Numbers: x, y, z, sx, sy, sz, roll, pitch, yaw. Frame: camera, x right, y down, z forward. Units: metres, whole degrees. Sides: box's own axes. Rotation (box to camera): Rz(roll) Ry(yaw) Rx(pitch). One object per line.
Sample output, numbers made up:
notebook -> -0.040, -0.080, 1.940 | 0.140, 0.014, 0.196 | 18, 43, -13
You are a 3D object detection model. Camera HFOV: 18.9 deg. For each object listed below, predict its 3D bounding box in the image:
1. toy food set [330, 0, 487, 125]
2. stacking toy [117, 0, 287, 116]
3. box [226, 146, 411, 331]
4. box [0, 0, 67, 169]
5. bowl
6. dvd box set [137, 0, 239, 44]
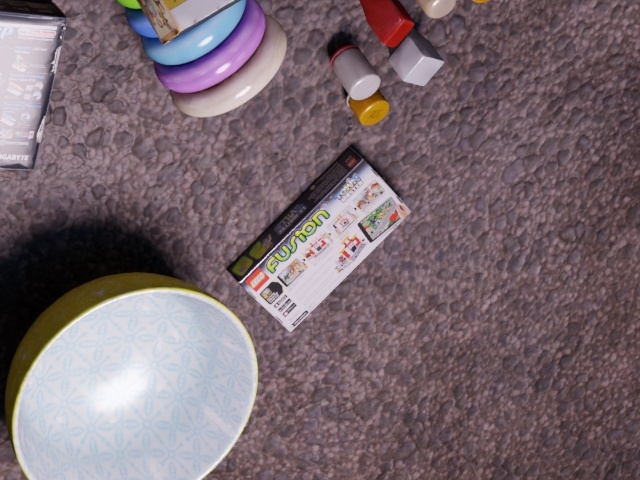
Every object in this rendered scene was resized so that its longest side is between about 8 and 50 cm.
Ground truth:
toy food set -> 0.083, -0.248, 2.160 | 0.111, 0.104, 0.232 | 8, 131, -48
stacking toy -> -0.174, -0.281, 1.954 | 0.141, 0.141, 0.330 | -41, 125, -3
box -> 0.000, 0.000, 2.271 | 0.207, 0.036, 0.114 | -44, 129, -1
box -> -0.380, -0.163, 1.945 | 0.220, 0.051, 0.175 | 1, 116, -31
bowl -> -0.231, 0.146, 2.143 | 0.289, 0.156, 0.289 | -14, 123, -23
dvd box set -> -0.126, -0.433, 1.763 | 0.308, 0.062, 0.420 | -33, 95, -22
